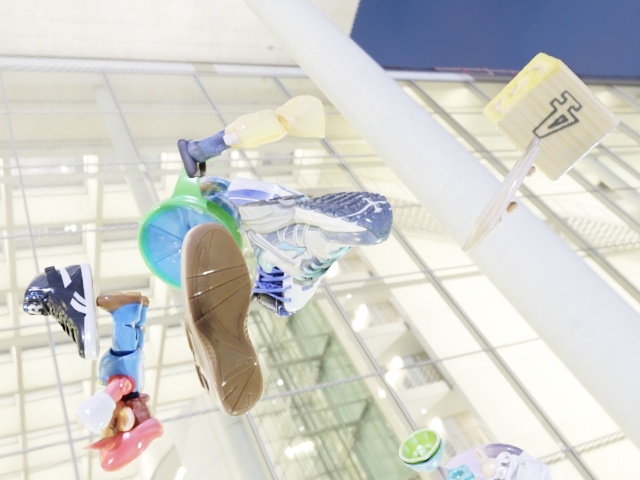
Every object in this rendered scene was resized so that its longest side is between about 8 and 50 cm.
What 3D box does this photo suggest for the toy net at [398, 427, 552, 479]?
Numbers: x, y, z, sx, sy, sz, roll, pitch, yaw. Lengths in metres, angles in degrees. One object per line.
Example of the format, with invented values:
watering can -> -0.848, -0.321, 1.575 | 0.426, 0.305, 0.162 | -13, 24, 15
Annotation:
toy net -> 0.197, 0.318, 0.900 | 0.122, 0.232, 0.045 | -41, -72, -42

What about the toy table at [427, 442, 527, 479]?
toy table -> 0.332, 0.563, 1.402 | 0.274, 0.252, 0.161 | -51, -11, 17

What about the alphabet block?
alphabet block -> 0.515, -0.283, 1.484 | 0.197, 0.192, 0.193 | 40, -72, -9

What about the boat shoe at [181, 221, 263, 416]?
boat shoe -> -0.188, 0.131, 1.111 | 0.123, 0.123, 0.341 | -26, -65, -36

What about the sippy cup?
sippy cup -> -0.266, -0.033, 1.492 | 0.240, 0.224, 0.305 | 36, -63, -10

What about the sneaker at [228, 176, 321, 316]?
sneaker -> -0.067, 0.034, 1.175 | 0.315, 0.128, 0.182 | 50, -123, -54

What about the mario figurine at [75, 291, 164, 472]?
mario figurine -> -0.391, 0.257, 1.197 | 0.170, 0.320, 0.198 | -12, -17, 30

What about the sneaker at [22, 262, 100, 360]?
sneaker -> -0.455, 0.132, 1.142 | 0.121, 0.216, 0.079 | -8, -48, -17

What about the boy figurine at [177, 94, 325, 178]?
boy figurine -> -0.125, -0.203, 1.267 | 0.285, 0.177, 0.092 | -16, -85, 7

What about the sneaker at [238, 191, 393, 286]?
sneaker -> 0.000, 0.000, 0.890 | 0.110, 0.283, 0.122 | -17, -78, -34

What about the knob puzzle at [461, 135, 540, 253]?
knob puzzle -> 0.264, -0.050, 0.940 | 0.213, 0.030, 0.213 | -56, -6, -9
